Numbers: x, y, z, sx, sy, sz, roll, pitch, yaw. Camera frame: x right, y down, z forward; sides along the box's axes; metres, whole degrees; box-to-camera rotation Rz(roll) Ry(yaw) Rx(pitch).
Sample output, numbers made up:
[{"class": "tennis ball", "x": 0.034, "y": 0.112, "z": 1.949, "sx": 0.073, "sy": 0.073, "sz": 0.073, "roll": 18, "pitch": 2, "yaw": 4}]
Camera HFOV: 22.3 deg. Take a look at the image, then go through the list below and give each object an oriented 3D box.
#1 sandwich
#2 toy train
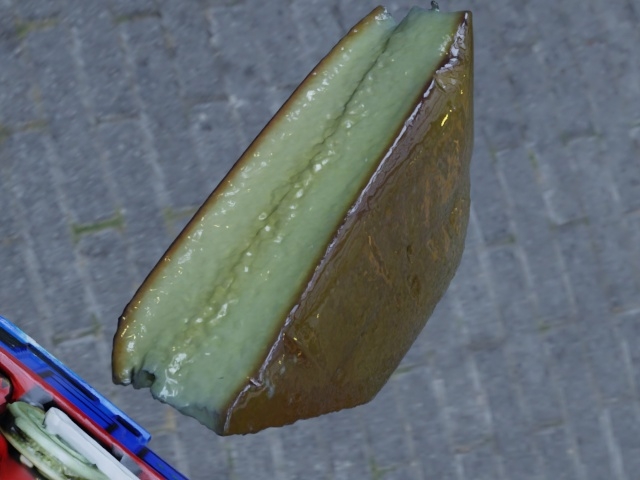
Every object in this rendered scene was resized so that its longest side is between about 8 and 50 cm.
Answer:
[{"class": "sandwich", "x": 0.000, "y": 0.000, "z": 0.760, "sx": 0.258, "sy": 0.094, "sz": 0.096, "roll": -54, "pitch": 145, "yaw": -31}, {"class": "toy train", "x": -0.074, "y": 0.114, "z": 0.574, "sx": 0.204, "sy": 0.131, "sz": 0.083, "roll": 39, "pitch": 87, "yaw": 1}]
